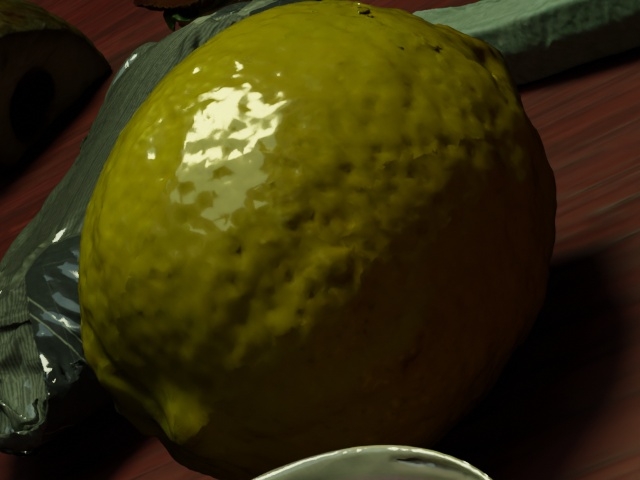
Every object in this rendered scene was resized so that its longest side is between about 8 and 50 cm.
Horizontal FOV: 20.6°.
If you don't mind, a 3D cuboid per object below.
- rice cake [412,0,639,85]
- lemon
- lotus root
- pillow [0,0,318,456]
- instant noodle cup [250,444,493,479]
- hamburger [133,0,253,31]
[{"bbox_3d":[0.136,-0.113,0.832,0.245,0.045,0.042,-15,31,42],"label":"rice cake"},{"bbox_3d":[0.000,0.003,0.677,0.180,0.180,0.193,-17,55,40],"label":"lemon"},{"bbox_3d":[-0.305,-0.135,1.339,0.314,0.210,0.142,9,63,42],"label":"lotus root"},{"bbox_3d":[-0.089,-0.023,0.933,0.161,0.092,0.335,-26,27,37],"label":"pillow"},{"bbox_3d":[0.020,0.132,0.447,0.151,0.122,0.151,-15,34,11],"label":"instant noodle cup"},{"bbox_3d":[-0.041,-0.195,1.165,0.166,0.087,0.137,-48,27,-17],"label":"hamburger"}]
